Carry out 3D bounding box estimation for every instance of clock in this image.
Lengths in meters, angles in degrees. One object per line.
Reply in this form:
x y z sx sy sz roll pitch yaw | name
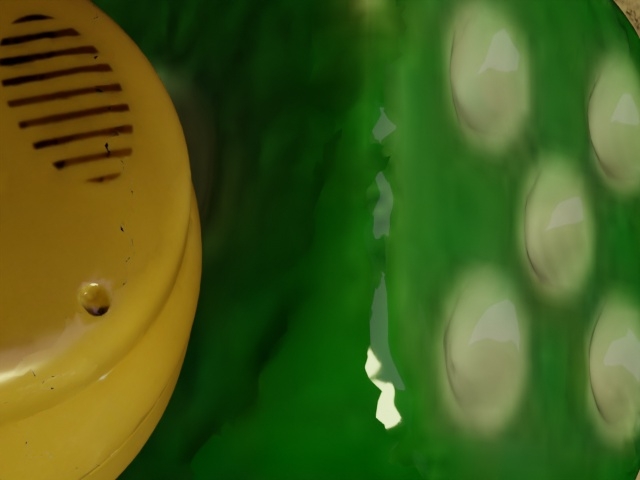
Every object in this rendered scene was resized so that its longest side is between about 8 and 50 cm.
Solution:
-0.195 0.013 0.598 0.317 0.200 0.244 -17 71 -20 | clock

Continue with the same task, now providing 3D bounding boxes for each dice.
0.000 0.000 0.843 0.300 0.297 0.287 14 78 -49 | dice
